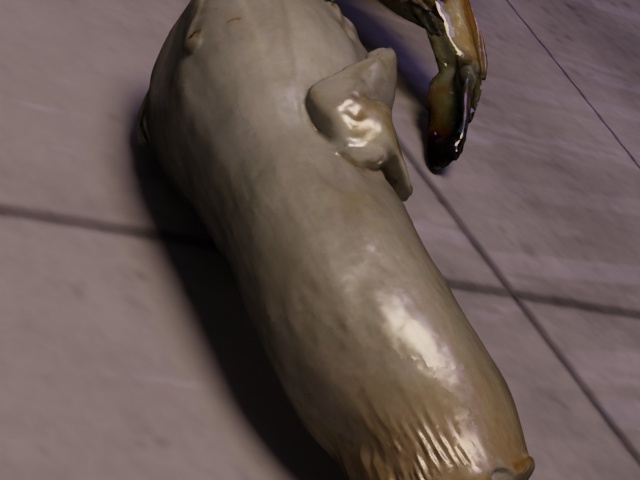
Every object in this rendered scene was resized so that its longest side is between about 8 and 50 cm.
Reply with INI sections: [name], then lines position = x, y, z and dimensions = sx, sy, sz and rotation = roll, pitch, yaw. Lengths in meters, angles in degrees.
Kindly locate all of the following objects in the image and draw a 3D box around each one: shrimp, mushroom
[shrimp]
position = 0.020, -0.102, 0.901
dimensions = 0.150, 0.051, 0.217
rotation = 46, 42, -16
[mushroom]
position = -0.001, -0.002, 0.684
dimensions = 0.099, 0.096, 0.278
rotation = -19, 45, -5
